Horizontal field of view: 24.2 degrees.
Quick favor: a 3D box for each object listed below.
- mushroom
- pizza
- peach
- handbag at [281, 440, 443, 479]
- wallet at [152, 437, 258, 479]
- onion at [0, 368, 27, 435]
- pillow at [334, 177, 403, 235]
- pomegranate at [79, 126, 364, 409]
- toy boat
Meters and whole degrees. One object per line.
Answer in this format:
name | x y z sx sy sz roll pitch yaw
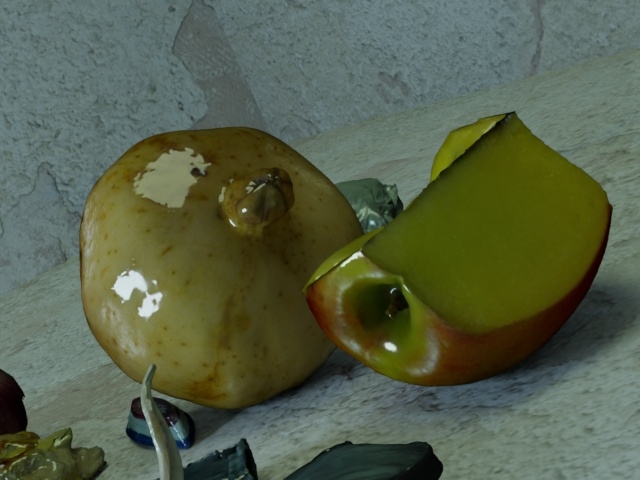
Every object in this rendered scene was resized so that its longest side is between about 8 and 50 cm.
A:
mushroom | -0.172 0.258 1.427 0.043 0.068 0.306 -43 27 55
pizza | -0.409 0.314 1.955 0.223 0.089 0.323 -36 16 -35
peach | 0.174 0.019 1.707 0.380 0.242 0.306 -47 1 -32
handbag | -0.033 0.277 1.361 0.332 0.075 0.192 -37 13 -37
wallet | -0.217 0.318 1.550 0.342 0.075 0.237 -27 5 -4
onion | -0.552 0.274 2.165 0.252 0.219 0.252 18 20 -7
pillow | 0.000 0.000 2.427 0.283 0.138 0.310 -23 14 10
pomegranate | -0.121 0.020 1.911 0.410 0.410 0.410 -23 11 5
toy boat | -0.214 0.242 1.987 0.080 0.045 0.229 -25 8 -18
